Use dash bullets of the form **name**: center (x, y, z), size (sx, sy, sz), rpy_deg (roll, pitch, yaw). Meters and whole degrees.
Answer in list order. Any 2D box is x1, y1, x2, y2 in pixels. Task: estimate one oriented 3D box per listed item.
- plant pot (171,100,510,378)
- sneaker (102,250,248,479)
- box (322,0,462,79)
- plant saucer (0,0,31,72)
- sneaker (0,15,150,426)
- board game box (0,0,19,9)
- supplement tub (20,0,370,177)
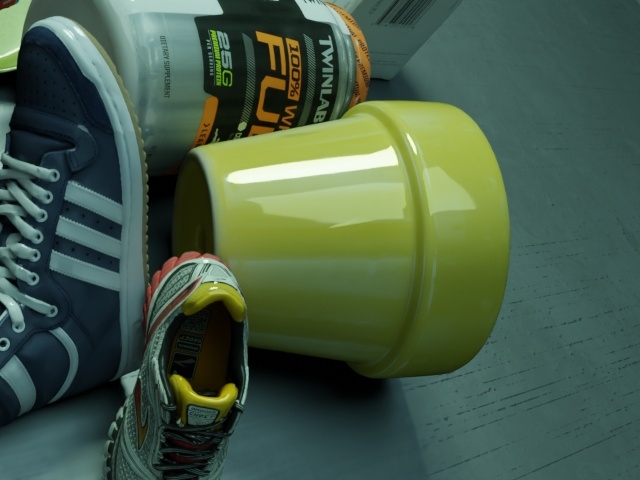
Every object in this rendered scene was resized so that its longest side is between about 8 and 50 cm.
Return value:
- **plant pot**: center (0.000, 0.000, 0.774), size (0.239, 0.254, 0.254), rpy_deg (-1, 55, -21)
- **sneaker**: center (-0.101, 0.124, 0.612), size (0.088, 0.092, 0.225), rpy_deg (5, 96, -21)
- **box**: center (0.058, -0.311, 1.125), size (0.181, 0.182, 0.119), rpy_deg (-8, 63, -43)
- **plant saucer**: center (-0.343, -0.262, 0.812), size (0.241, 0.037, 0.241), rpy_deg (11, 70, -32)
- **sneaker**: center (-0.204, -0.002, 0.595), size (0.099, 0.282, 0.153), rpy_deg (20, 32, 38)
- **board game box**: center (-0.415, -0.259, 0.623), size (0.308, 0.086, 0.302), rpy_deg (41, 39, -5)
- **supplement tub**: center (-0.107, -0.165, 0.846), size (0.316, 0.193, 0.194), rpy_deg (-13, 65, -46)
